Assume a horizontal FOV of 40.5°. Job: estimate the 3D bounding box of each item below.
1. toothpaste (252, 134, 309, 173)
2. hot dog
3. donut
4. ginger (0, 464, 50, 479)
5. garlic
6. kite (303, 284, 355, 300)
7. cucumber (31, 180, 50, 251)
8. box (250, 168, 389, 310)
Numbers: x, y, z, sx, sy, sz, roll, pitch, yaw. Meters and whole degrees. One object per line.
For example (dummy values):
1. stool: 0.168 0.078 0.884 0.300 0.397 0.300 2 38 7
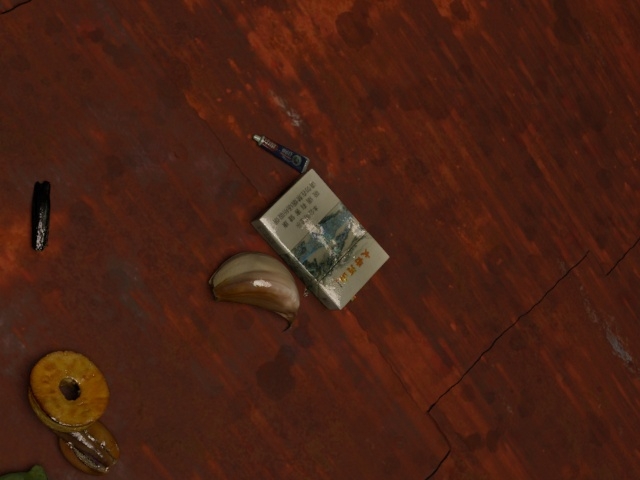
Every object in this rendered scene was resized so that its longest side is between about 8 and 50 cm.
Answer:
1. toothpaste: -0.084 -0.188 1.837 0.140 0.021 0.037 29 77 -23
2. hot dog: -0.428 0.368 1.586 0.090 0.060 0.140 -43 97 -29
3. donut: -0.454 0.275 1.555 0.151 0.058 0.152 20 41 -19
4. ginger: -0.578 0.478 1.490 0.290 0.089 0.137 -17 74 -31
5. garlic: -0.108 0.090 1.743 0.206 0.115 0.128 27 67 -24
6. kite: 0.034 0.060 1.871 0.190 0.010 0.159 -24 93 -22
7. cucumber: -0.516 -0.046 1.603 0.033 0.034 0.135 3 83 -21
8. box: 0.000 0.000 1.820 0.256 0.069 0.164 48 70 -11
